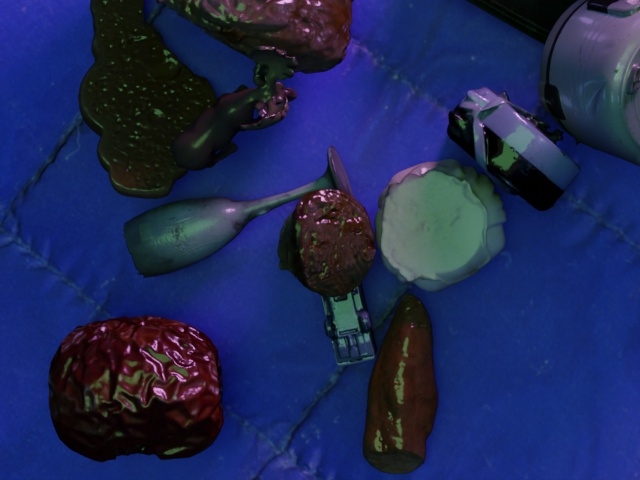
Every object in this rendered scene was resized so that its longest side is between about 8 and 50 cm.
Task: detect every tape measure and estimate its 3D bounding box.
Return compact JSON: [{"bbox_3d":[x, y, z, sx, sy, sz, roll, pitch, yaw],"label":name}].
[{"bbox_3d":[0.249,-0.123,1.875,0.181,0.182,0.107,39,97,3],"label":"tape measure"}]

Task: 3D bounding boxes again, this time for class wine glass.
[{"bbox_3d":[-0.138,-0.077,1.908,0.310,0.264,0.096,-18,55,9],"label":"wine glass"}]

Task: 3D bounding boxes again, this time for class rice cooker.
[{"bbox_3d":[0.404,-0.211,1.817,0.226,0.244,0.226,-4,104,-16],"label":"rice cooker"}]

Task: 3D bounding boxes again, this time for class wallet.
[{"bbox_3d":[0.260,-0.368,1.890,0.236,0.055,0.160,26,97,-15],"label":"wallet"}]

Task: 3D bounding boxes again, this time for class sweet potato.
[{"bbox_3d":[0.113,0.198,1.951,0.097,0.097,0.251,9,95,8],"label":"sweet potato"}]

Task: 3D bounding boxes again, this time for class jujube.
[{"bbox_3d":[-0.249,0.197,1.947,0.232,0.213,0.213,-6,91,2],"label":"jujube"}]

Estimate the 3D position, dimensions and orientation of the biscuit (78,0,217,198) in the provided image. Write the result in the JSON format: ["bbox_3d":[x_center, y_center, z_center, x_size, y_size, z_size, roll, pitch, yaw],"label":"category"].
[{"bbox_3d":[-0.246,-0.213,1.992,0.183,0.047,0.319,-19,80,-15],"label":"biscuit"}]

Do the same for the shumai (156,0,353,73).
[{"bbox_3d":[-0.072,-0.391,1.896,0.346,0.217,0.283,36,97,9],"label":"shumai"}]

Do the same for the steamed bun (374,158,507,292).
[{"bbox_3d":[0.158,-0.023,1.931,0.183,0.106,0.182,0,89,11],"label":"steamed bun"}]

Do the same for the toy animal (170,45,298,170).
[{"bbox_3d":[-0.104,-0.161,1.861,0.214,0.186,0.093,-40,89,9],"label":"toy animal"}]

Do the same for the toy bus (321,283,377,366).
[{"bbox_3d":[0.032,0.072,1.967,0.064,0.075,0.190,-13,90,11],"label":"toy bus"}]

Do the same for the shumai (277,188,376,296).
[{"bbox_3d":[0.002,-0.005,1.895,0.123,0.139,0.105,-25,43,-20],"label":"shumai"}]
